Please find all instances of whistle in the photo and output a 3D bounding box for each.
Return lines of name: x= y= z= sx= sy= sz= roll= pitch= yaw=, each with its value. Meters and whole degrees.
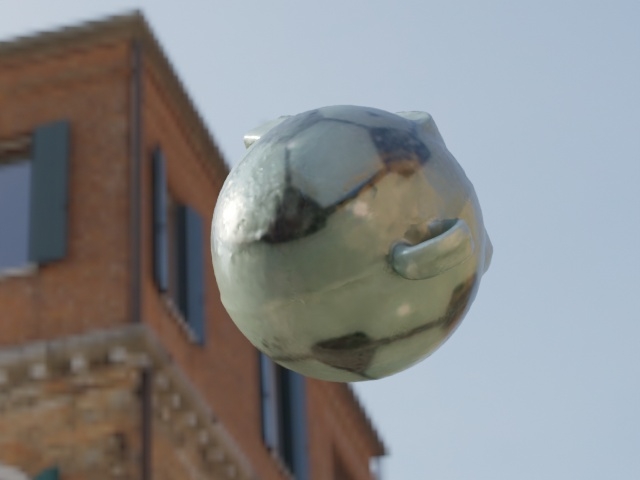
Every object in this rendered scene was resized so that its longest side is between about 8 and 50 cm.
whistle: x=0.000 y=0.000 z=1.077 sx=0.163 sy=0.164 sz=0.289 roll=15 pitch=-5 yaw=-27
